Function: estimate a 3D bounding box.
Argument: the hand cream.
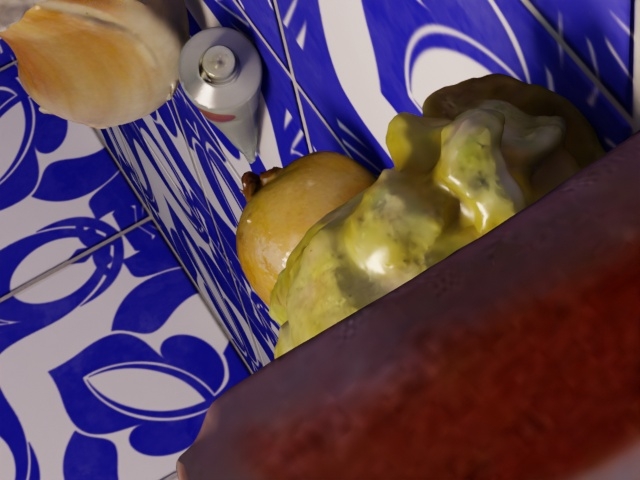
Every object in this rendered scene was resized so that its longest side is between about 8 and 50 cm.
[{"bbox_3d":[-0.100,-0.148,1.740,0.124,0.077,0.341,61,175,3],"label":"hand cream"}]

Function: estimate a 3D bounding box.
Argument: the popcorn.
[{"bbox_3d":[0.087,0.044,0.929,0.212,0.259,0.259,45,168,5],"label":"popcorn"}]

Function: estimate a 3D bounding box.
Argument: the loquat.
[{"bbox_3d":[0.000,0.000,1.428,0.163,0.137,0.163,51,-175,-6],"label":"loquat"}]

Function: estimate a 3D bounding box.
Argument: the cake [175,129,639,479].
[{"bbox_3d":[0.131,0.108,0.599,0.237,0.308,0.230,52,169,29],"label":"cake"}]

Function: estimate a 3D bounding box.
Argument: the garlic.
[{"bbox_3d":[-0.255,-0.256,1.777,0.286,0.249,0.313,44,-177,24],"label":"garlic"}]
